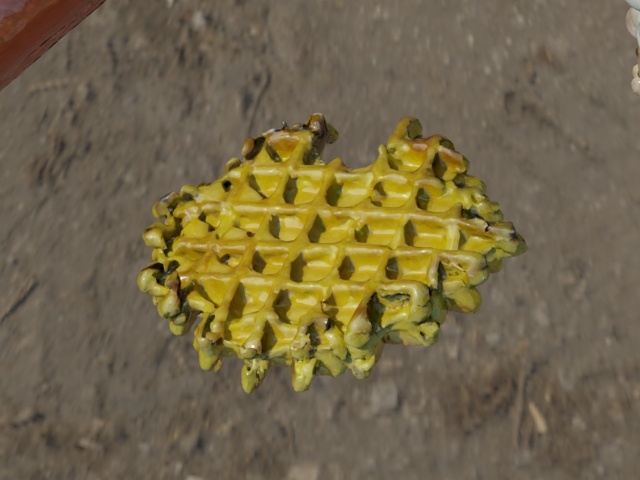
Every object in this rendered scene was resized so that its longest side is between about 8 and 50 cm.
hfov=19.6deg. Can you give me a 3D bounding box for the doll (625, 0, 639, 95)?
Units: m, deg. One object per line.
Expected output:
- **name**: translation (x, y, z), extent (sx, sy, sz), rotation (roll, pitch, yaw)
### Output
- **doll**: translation (0.293, -0.163, 1.472), extent (0.119, 0.154, 0.278), rotation (-13, 148, -2)

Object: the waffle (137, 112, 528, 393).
- **waffle**: translation (0.000, 0.000, 1.205), extent (0.232, 0.228, 0.051), rotation (-27, 136, -12)

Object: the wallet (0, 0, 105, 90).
- **wallet**: translation (-0.131, -0.048, 0.326), extent (0.204, 0.045, 0.142), rotation (-36, 127, 27)
